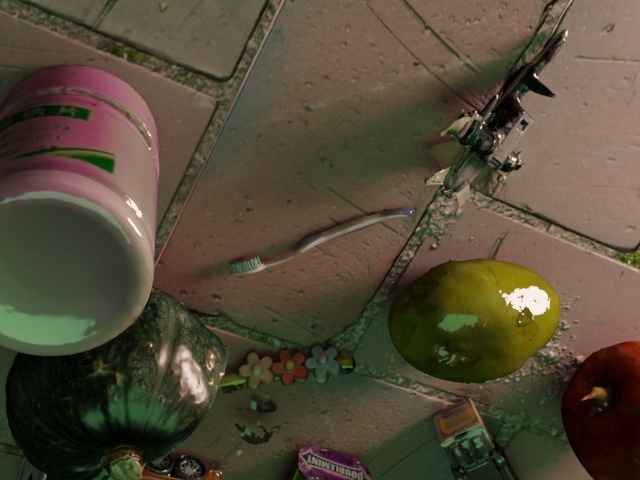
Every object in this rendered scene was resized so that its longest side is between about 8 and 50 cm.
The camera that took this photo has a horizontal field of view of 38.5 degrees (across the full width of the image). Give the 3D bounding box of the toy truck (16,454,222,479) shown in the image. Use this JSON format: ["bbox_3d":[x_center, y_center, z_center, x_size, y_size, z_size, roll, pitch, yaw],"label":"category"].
[{"bbox_3d":[-0.310,0.410,1.397,0.305,0.162,0.136,17,117,-18],"label":"toy truck"}]

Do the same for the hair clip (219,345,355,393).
[{"bbox_3d":[-0.055,0.193,1.372,0.214,0.062,0.056,-12,153,4],"label":"hair clip"}]

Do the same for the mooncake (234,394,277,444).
[{"bbox_3d":[0.041,0.219,1.409,0.347,0.057,0.150,-39,107,7],"label":"mooncake"}]

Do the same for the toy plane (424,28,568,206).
[{"bbox_3d":[0.243,-0.158,1.186,0.262,0.088,0.192,-46,144,15],"label":"toy plane"}]

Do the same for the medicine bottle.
[{"bbox_3d":[-0.288,-0.046,1.027,0.212,0.325,0.212,-4,122,-6],"label":"medicine bottle"}]

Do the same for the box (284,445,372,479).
[{"bbox_3d":[-0.041,0.505,1.541,0.134,0.097,0.345,19,117,-10],"label":"box"}]

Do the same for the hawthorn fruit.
[{"bbox_3d":[0.507,0.277,1.410,0.258,0.258,0.262,-43,90,17],"label":"hawthorn fruit"}]

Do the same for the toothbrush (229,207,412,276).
[{"bbox_3d":[0.000,0.000,1.281,0.269,0.021,0.027,-19,128,2],"label":"toothbrush"}]

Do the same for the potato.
[{"bbox_3d":[0.222,0.116,1.307,0.253,0.148,0.186,-10,102,-11],"label":"potato"}]

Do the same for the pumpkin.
[{"bbox_3d":[-0.292,0.177,1.203,0.293,0.263,0.197,-37,116,10],"label":"pumpkin"}]

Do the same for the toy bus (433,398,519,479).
[{"bbox_3d":[0.275,0.383,1.511,0.092,0.106,0.268,-28,119,8],"label":"toy bus"}]
